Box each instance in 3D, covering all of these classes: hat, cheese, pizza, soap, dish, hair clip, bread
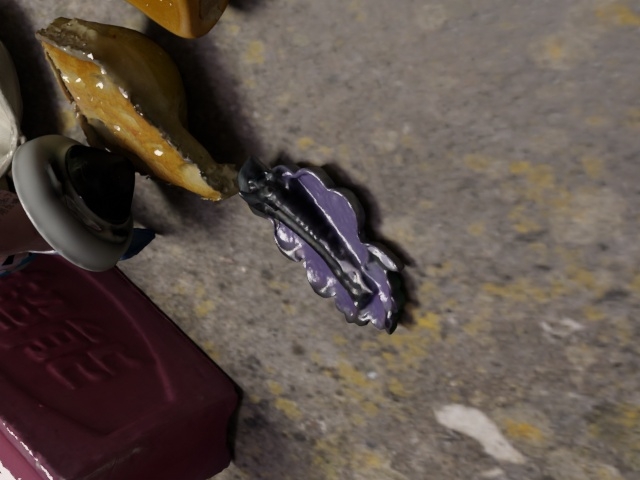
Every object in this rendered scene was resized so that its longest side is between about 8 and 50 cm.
[{"bbox_3d":[-0.384,-0.163,1.809,0.226,0.164,0.219,-98,20,-59],"label":"hat"},{"bbox_3d":[-0.308,-0.005,1.682,0.286,0.189,0.074,3,108,10],"label":"cheese"},{"bbox_3d":[-0.145,-0.120,1.532,0.204,0.080,0.188,27,155,38],"label":"pizza"},{"bbox_3d":[-0.282,0.129,1.740,0.359,0.233,0.128,41,139,28],"label":"soap"},{"bbox_3d":[-0.204,-0.050,1.565,0.078,0.141,0.141,-33,85,23],"label":"dish"},{"bbox_3d":[-0.001,0.001,1.446,0.195,0.052,0.124,46,149,14],"label":"hair clip"},{"bbox_3d":[-0.164,-0.252,1.462,0.239,0.074,0.092,36,143,33],"label":"bread"}]

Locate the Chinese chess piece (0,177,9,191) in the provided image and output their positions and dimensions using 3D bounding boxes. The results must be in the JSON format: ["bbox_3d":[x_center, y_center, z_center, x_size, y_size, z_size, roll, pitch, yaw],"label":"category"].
[{"bbox_3d":[-0.398,-0.049,1.867,0.122,0.122,0.051,56,134,10],"label":"Chinese chess piece"}]
